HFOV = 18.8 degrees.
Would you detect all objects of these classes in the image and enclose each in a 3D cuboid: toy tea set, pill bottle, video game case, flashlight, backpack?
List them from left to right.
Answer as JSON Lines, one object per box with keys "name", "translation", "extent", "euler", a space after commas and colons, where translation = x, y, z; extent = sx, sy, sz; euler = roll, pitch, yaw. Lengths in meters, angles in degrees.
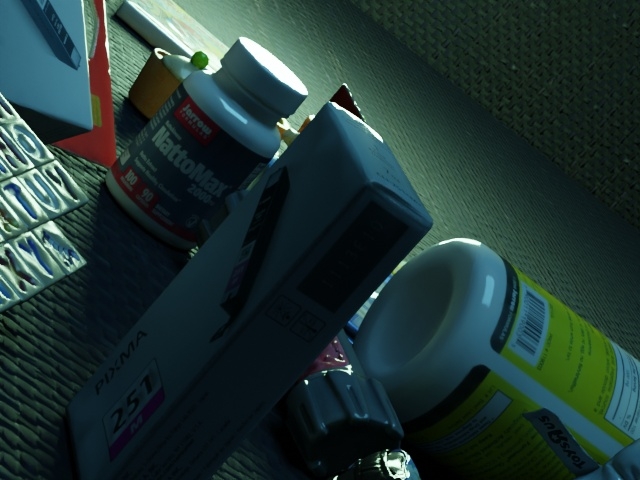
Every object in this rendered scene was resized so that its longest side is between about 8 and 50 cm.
{"name": "video game case", "translation": [-0.150, -0.234, 2.426], "extent": [0.227, 0.026, 0.206], "euler": [39, 13, -8]}
{"name": "pill bottle", "translation": [-0.099, -0.090, 1.741], "extent": [0.108, 0.180, 0.108], "euler": [38, 13, -10]}
{"name": "toy tea set", "translation": [-0.064, -0.139, 2.135], "extent": [0.200, 0.124, 0.336], "euler": [47, 14, 22]}
{"name": "flashlight", "translation": [-0.022, 0.077, 1.615], "extent": [0.304, 0.103, 0.103], "euler": [-116, -168, -51]}
{"name": "backpack", "translation": [0.031, 0.202, 1.340], "extent": [0.084, 0.105, 0.114], "euler": [62, 9, -9]}
{"name": "pill bottle", "translation": [0.202, 0.158, 1.784], "extent": [0.334, 0.188, 0.188], "euler": [36, 14, -23]}

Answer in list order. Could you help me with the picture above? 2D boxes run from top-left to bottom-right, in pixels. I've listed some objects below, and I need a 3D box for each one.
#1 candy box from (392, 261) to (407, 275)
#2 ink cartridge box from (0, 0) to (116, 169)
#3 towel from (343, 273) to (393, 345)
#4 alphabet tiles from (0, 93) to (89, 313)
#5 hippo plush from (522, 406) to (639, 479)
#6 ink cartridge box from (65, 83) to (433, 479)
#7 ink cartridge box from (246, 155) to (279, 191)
{"name": "candy box", "translation": [0.141, 0.096, 2.175], "extent": [0.206, 0.027, 0.105], "euler": [47, 16, 24]}
{"name": "ink cartridge box", "translation": [-0.240, -0.229, 1.702], "extent": [0.261, 0.066, 0.296], "euler": [18, 63, -59]}
{"name": "towel", "translation": [0.029, 0.048, 1.993], "extent": [0.209, 0.034, 0.285], "euler": [42, 13, 6]}
{"name": "alphabet tiles", "translation": [-0.234, -0.050, 1.294], "extent": [0.198, 0.009, 0.237], "euler": [50, 18, 1]}
{"name": "hippo plush", "translation": [0.308, 0.270, 1.615], "extent": [0.294, 0.234, 0.236], "euler": [36, 13, -23]}
{"name": "ink cartridge box", "translation": [-0.062, 0.027, 1.248], "extent": [0.060, 0.275, 0.239], "euler": [35, 14, -26]}
{"name": "ink cartridge box", "translation": [0.000, 0.000, 1.820], "extent": [0.181, 0.104, 0.061], "euler": [20, 32, -31]}
